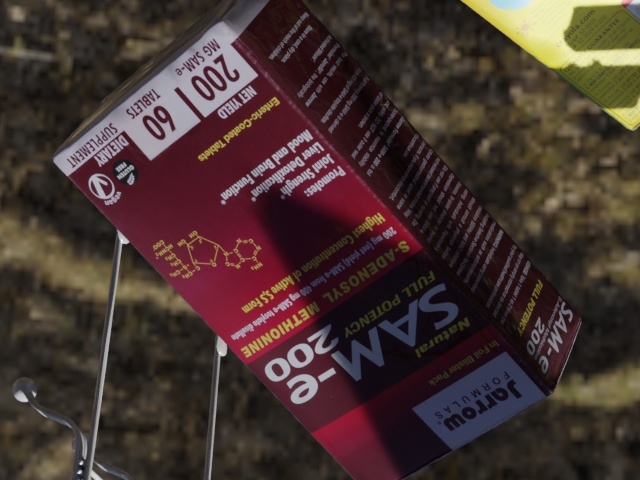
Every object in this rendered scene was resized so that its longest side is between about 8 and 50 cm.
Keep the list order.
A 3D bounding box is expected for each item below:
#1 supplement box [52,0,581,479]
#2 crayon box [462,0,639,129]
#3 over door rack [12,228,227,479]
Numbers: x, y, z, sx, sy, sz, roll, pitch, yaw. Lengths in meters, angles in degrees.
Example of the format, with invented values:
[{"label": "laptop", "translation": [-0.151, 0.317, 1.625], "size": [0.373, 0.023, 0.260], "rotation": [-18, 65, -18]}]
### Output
[{"label": "supplement box", "translation": [0.000, 0.000, 0.926], "size": [0.130, 0.073, 0.239], "rotation": [-35, 104, 34]}, {"label": "crayon box", "translation": [0.238, -0.262, 1.687], "size": [0.318, 0.081, 0.202], "rotation": [33, 114, -31]}, {"label": "over door rack", "translation": [-0.165, 0.146, 1.702], "size": [0.108, 0.324, 0.239], "rotation": [0, 149, 26]}]
